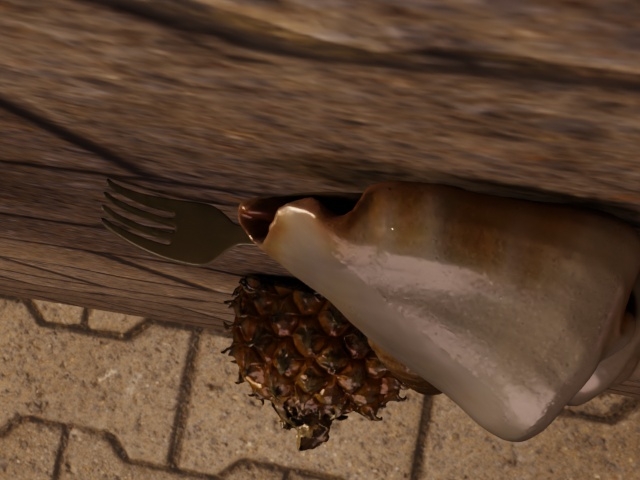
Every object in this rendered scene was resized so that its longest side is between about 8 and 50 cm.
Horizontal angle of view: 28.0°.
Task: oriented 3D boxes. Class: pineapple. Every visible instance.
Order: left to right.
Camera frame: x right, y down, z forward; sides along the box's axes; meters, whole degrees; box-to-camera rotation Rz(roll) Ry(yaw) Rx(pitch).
[{"bbox_3d":[-0.002,0.109,1.069,0.176,0.136,0.161,11,174,-18],"label":"pineapple"}]

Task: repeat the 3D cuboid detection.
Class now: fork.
[{"bbox_3d":[-0.002,0.003,0.646,0.220,0.034,0.028,10,147,-14],"label":"fork"}]

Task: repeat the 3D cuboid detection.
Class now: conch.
[{"bbox_3d":[0.061,0.012,0.497,0.176,0.094,0.104,38,-178,-10],"label":"conch"}]

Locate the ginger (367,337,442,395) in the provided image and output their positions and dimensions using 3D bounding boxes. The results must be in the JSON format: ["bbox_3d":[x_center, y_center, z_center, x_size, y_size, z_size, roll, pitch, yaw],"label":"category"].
[{"bbox_3d":[0.079,0.065,0.905,0.096,0.067,0.165,9,161,6],"label":"ginger"}]
